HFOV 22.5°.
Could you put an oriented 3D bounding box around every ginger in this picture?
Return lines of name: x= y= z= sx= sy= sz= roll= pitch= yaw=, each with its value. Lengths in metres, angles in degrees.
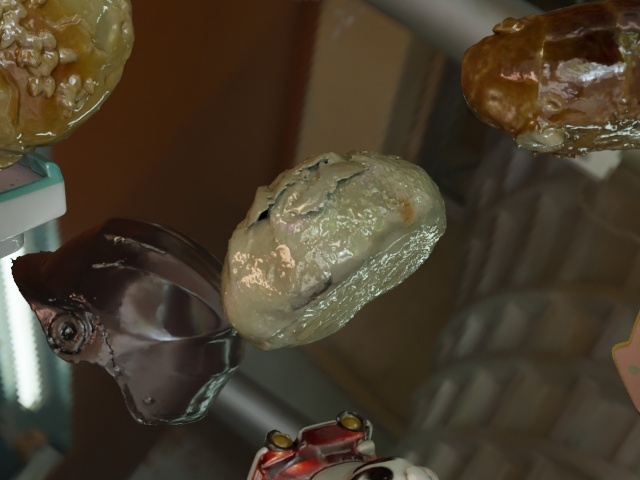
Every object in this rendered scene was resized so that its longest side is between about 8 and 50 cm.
ginger: x=0.356 y=-0.142 z=1.647 sx=0.176 sy=0.418 sz=0.254 roll=110 pitch=-26 yaw=-63

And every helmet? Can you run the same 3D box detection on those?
helmet: x=-0.210 y=0.070 z=1.942 sx=0.177 sy=0.305 sz=0.225 roll=-44 pitch=-175 yaw=20

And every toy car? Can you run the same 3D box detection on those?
toy car: x=0.004 y=0.250 z=1.618 sx=0.139 sy=0.112 sz=0.112 roll=-4 pitch=130 yaw=-30

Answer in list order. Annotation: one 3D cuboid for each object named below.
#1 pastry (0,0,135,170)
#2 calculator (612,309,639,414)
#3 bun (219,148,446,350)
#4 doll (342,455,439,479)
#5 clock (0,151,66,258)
pastry: x=-0.334 y=-0.194 z=1.433 sx=0.184 sy=0.315 sz=0.284 roll=-9 pitch=86 yaw=-72
calculator: x=0.294 y=0.122 z=1.187 sx=0.033 sy=0.236 sz=0.157 roll=-5 pitch=133 yaw=-21
bun: x=0.000 y=0.000 z=1.496 sx=0.239 sy=0.141 sz=0.239 roll=-37 pitch=166 yaw=-11
doll: x=0.098 y=0.268 z=1.500 sx=0.107 sy=0.181 sz=0.110 roll=-58 pitch=175 yaw=23
clock: x=-0.412 y=-0.029 z=1.660 sx=0.231 sy=0.262 sz=0.116 roll=-21 pitch=116 yaw=-28
